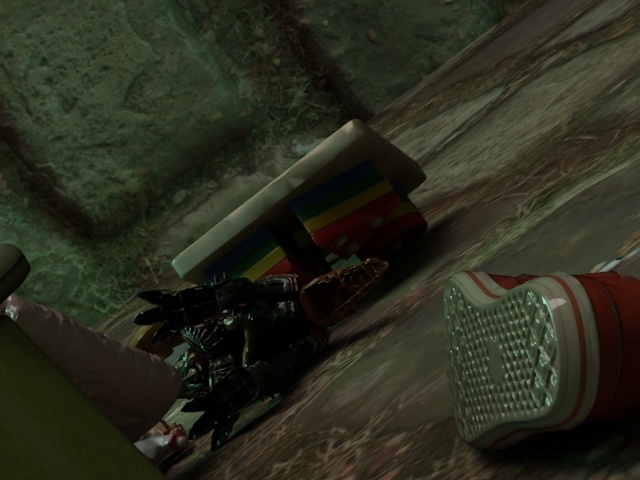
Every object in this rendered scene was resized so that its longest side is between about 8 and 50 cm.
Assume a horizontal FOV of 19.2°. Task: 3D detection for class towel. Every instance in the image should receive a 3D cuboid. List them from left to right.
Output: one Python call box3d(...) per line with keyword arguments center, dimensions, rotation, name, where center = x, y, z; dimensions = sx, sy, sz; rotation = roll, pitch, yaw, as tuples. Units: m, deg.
box3d(center=(-0.297, 0.205, 1.721), dimensions=(0.317, 0.053, 0.332), rotation=(-49, -24, 2), name="towel")

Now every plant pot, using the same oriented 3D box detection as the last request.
box3d(center=(-0.244, 0.207, 1.476), dimensions=(0.276, 0.254, 0.276), rotation=(-35, 6, 4), name="plant pot")

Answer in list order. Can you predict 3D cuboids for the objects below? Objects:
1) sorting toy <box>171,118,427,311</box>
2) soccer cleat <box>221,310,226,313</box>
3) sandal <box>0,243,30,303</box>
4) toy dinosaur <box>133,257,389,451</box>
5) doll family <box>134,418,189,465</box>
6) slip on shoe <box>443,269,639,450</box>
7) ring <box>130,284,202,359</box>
box3d(center=(0.000, 0.000, 2.113), dimensions=(0.255, 0.089, 0.257), rotation=(-38, -18, 9), name="sorting toy")
box3d(center=(-0.102, 0.100, 2.254), dimensions=(0.068, 0.076, 0.196), rotation=(-32, 7, 22), name="soccer cleat")
box3d(center=(-0.338, 0.076, 1.397), dimensions=(0.120, 0.086, 0.303), rotation=(-29, 10, 42), name="sandal")
box3d(center=(-0.064, 0.086, 1.935), dimensions=(0.218, 0.164, 0.322), rotation=(-18, -31, -52), name="toy dinosaur")
box3d(center=(-0.260, 0.225, 1.983), dimensions=(0.263, 0.118, 0.163), rotation=(-31, 8, 32), name="doll family")
box3d(center=(0.147, 0.072, 1.220), dimensions=(0.101, 0.123, 0.331), rotation=(-4, -5, -12), name="slip on shoe")
box3d(center=(-0.088, 0.058, 2.371), dimensions=(0.337, 0.032, 0.336), rotation=(-32, -10, -7), name="ring")
